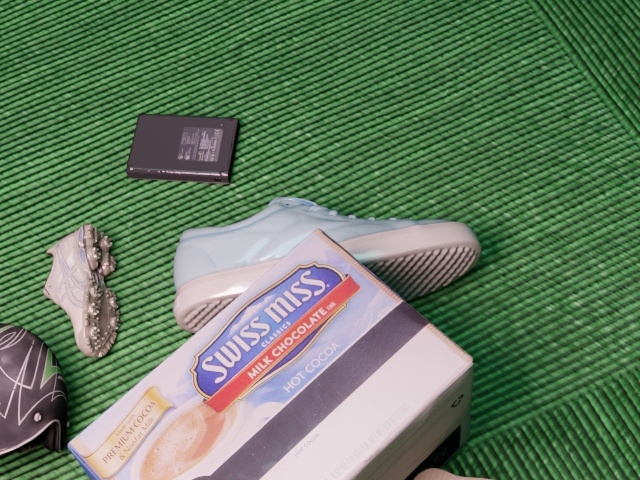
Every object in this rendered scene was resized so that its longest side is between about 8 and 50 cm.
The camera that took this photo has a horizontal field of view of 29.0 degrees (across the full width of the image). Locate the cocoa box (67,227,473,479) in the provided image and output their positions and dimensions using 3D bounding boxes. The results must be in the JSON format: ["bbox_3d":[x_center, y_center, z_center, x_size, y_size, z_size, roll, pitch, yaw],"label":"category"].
[{"bbox_3d":[-0.040,0.208,1.284,0.347,0.231,0.228,-41,65,-18],"label":"cocoa box"}]

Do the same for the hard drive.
[{"bbox_3d":[-0.178,-0.121,1.611,0.135,0.022,0.094,4,60,7],"label":"hard drive"}]

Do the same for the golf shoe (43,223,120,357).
[{"bbox_3d":[-0.293,0.069,1.498,0.086,0.069,0.176,-20,55,17],"label":"golf shoe"}]

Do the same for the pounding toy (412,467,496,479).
[{"bbox_3d":[0.101,0.343,1.225,0.154,0.155,0.269,27,69,32],"label":"pounding toy"}]

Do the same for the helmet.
[{"bbox_3d":[-0.360,0.174,1.374,0.170,0.161,0.169,-2,60,4],"label":"helmet"}]

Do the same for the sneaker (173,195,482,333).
[{"bbox_3d":[0.000,0.000,1.460,0.366,0.135,0.150,-9,62,-2],"label":"sneaker"}]
